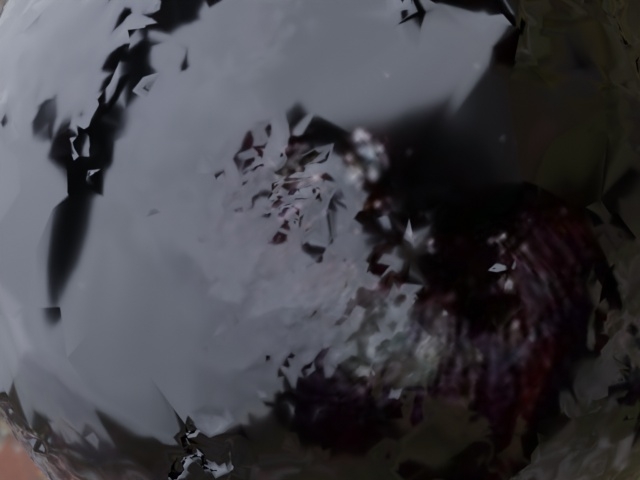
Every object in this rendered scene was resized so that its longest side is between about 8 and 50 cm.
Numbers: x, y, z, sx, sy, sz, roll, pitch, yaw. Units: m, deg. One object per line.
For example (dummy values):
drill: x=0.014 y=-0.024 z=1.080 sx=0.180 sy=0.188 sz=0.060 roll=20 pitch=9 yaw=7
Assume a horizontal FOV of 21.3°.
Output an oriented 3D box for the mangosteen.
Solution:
mangosteen: x=0.000 y=0.000 z=0.469 sx=0.211 sy=0.211 sz=0.250 roll=-56 pitch=3 yaw=-20
